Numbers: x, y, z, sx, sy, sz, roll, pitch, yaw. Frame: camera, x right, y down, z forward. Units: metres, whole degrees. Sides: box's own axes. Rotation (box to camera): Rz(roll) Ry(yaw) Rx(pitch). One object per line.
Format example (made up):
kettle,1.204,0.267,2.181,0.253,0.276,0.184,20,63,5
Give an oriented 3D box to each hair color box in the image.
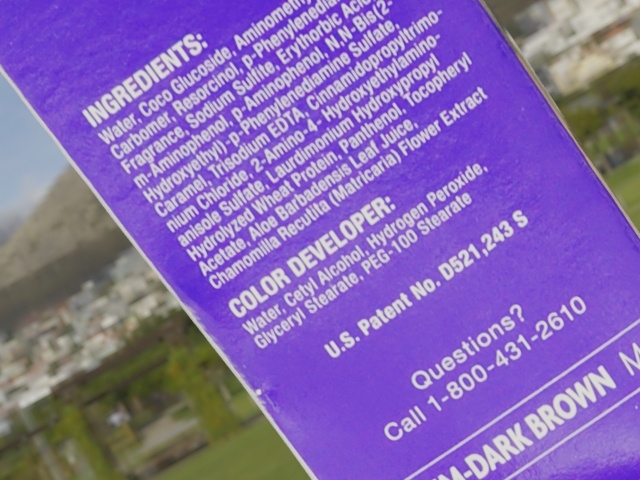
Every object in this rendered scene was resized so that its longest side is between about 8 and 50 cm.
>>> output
hair color box,-0.034,-0.084,0.452,0.110,0.339,0.185,-36,14,6
